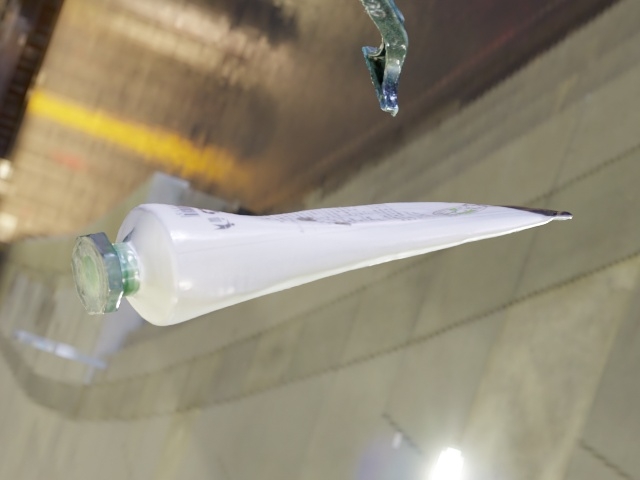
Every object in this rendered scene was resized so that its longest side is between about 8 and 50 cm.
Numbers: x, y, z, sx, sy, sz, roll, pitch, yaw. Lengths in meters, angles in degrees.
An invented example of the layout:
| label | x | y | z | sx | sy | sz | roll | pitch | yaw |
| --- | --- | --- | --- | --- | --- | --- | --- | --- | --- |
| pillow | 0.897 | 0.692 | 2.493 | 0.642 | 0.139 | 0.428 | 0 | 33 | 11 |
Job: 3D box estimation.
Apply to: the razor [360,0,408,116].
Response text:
| label | x | y | z | sx | sy | sz | roll | pitch | yaw |
| --- | --- | --- | --- | --- | --- | --- | --- | --- | --- |
| razor | 0.017 | -0.162 | 0.933 | 0.066 | 0.033 | 0.190 | -104 | -10 | -47 |

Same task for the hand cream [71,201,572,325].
| label | x | y | z | sx | sy | sz | roll | pitch | yaw |
| --- | --- | --- | --- | --- | --- | --- | --- | --- | --- |
| hand cream | 0.000 | 0.000 | 1.057 | 0.121 | 0.336 | 0.076 | 10 | 106 | 56 |
